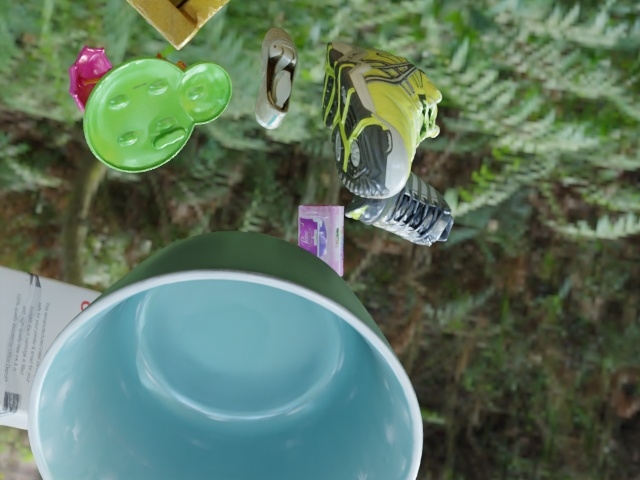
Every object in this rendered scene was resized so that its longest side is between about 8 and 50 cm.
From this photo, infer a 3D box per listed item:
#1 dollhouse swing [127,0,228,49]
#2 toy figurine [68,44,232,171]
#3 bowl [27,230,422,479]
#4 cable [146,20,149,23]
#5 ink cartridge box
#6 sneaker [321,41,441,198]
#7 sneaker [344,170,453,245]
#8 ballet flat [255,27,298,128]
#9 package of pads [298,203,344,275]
[{"bbox_3d":[-0.134,-0.424,1.318,0.305,0.347,0.315,45,-178,-12],"label":"dollhouse swing"},{"bbox_3d":[-0.208,-0.173,1.459,0.173,0.130,0.159,-24,-144,-20],"label":"toy figurine"},{"bbox_3d":[-0.073,0.117,1.094,0.311,0.312,0.163,12,-150,-6],"label":"bowl"},{"bbox_3d":[-0.190,-0.370,1.650,0.047,0.184,0.150,12,-150,-5],"label":"cable"},{"bbox_3d":[-0.450,0.141,1.792,0.272,0.198,0.114,18,156,-32],"label":"ink cartridge box"},{"bbox_3d":[0.087,-0.169,1.670,0.147,0.145,0.385,2,-153,-5],"label":"sneaker"},{"bbox_3d":[0.125,-0.053,1.890,0.121,0.111,0.300,31,-171,15],"label":"sneaker"},{"bbox_3d":[-0.052,-0.228,1.789,0.057,0.168,0.052,18,149,-24],"label":"ballet flat"},{"bbox_3d":[0.000,0.000,1.510,0.050,0.083,0.032,1,-178,27],"label":"package of pads"}]
